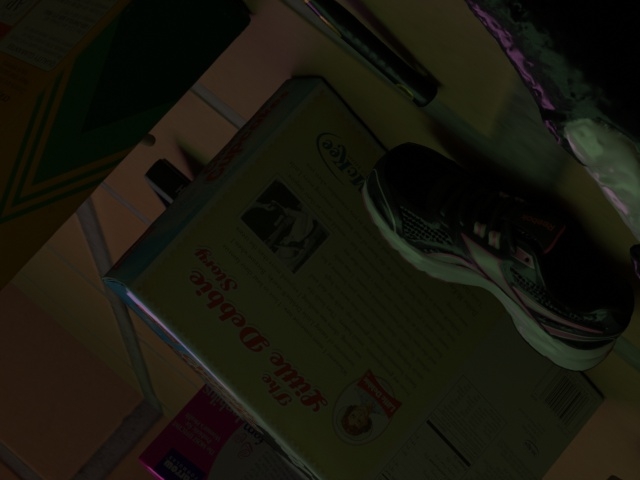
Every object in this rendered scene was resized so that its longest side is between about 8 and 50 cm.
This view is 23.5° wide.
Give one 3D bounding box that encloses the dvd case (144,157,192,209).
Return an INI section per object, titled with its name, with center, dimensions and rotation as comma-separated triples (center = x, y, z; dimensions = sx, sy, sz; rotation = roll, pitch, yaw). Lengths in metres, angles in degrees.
[dvd case]
center = -0.065, 0.030, 1.446
dimensions = 0.179, 0.029, 0.239
rotation = 40, 171, 24

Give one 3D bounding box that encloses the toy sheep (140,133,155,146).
[toy sheep]
center = -0.177, -0.119, 1.246
dimensions = 0.132, 0.091, 0.091
rotation = 32, 164, 52

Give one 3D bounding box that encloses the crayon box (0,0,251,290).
[crayon box]
center = -0.222, -0.075, 1.002
dimensions = 0.203, 0.323, 0.083
rotation = 25, 158, 49

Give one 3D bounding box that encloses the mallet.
[mallet]
center = -0.013, -0.140, 0.857
dimensions = 0.189, 0.039, 0.062
rotation = 42, 165, -18

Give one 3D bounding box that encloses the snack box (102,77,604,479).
[snack box]
center = 0.031, 0.069, 1.038
dimensions = 0.322, 0.187, 0.060
rotation = 47, 165, -20

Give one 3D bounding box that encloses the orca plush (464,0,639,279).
[orca plush]
center = 0.146, -0.075, 0.594
dimensions = 0.287, 0.102, 0.151
rotation = 54, -151, -8

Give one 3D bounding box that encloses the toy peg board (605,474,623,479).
[toy peg board]
center = 0.296, 0.244, 1.121
dimensions = 0.161, 0.079, 0.161
rotation = 28, 145, 41

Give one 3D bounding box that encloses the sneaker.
[sneaker]
center = 0.111, -0.003, 0.891
dimensions = 0.178, 0.072, 0.077
rotation = 34, 154, 0

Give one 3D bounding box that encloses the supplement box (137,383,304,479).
[supplement box]
center = -0.061, 0.194, 1.578
dimensions = 0.111, 0.220, 0.114
rotation = 31, 162, 36
